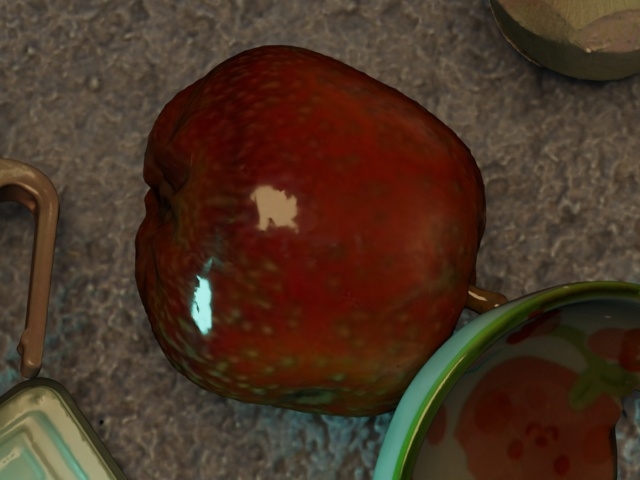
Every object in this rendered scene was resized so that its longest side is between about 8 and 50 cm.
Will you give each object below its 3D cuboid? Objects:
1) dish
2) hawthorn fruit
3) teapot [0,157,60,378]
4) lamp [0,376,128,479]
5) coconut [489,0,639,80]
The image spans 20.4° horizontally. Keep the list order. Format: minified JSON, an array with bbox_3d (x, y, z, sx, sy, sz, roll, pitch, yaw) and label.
[{"bbox_3d":[0.159,0.180,1.290,0.324,0.124,0.324,-4,99,-29],"label":"dish"},{"bbox_3d":[0.000,0.000,1.311,0.300,0.275,0.275,19,76,6],"label":"hawthorn fruit"},{"bbox_3d":[-0.351,0.027,1.317,0.300,0.253,0.344,11,60,-15],"label":"teapot"},{"bbox_3d":[-0.242,0.278,1.351,0.269,0.047,0.266,-36,76,-7],"label":"lamp"},{"bbox_3d":[0.222,-0.236,1.378,0.224,0.234,0.224,0,78,-1],"label":"coconut"}]
